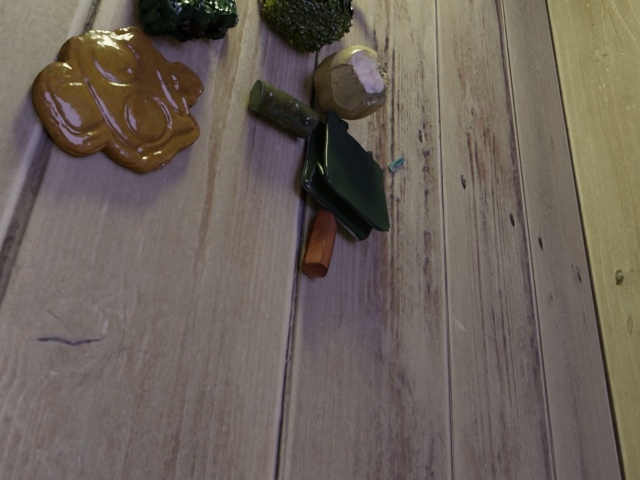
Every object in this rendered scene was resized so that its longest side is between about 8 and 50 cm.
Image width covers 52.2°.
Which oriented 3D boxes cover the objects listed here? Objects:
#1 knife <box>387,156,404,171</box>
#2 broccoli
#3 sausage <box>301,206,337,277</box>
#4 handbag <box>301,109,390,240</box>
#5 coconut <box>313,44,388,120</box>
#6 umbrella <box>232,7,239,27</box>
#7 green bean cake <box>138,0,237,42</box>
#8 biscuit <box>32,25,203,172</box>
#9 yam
[{"bbox_3d":[0.217,-0.219,1.857,0.096,0.010,0.027,-36,101,-51],"label":"knife"},{"bbox_3d":[-0.055,-0.585,1.639,0.180,0.273,0.242,-44,127,-3],"label":"broccoli"},{"bbox_3d":[0.000,0.001,1.454,0.065,0.065,0.169,40,44,-31],"label":"sausage"},{"bbox_3d":[0.068,-0.157,1.582,0.247,0.079,0.260,41,38,-33],"label":"handbag"},{"bbox_3d":[0.071,-0.390,1.631,0.194,0.194,0.194,25,54,-41],"label":"coconut"},{"bbox_3d":[-0.217,-0.547,1.461,0.067,0.062,0.143,-7,81,-56],"label":"umbrella"},{"bbox_3d":[-0.259,-0.469,1.322,0.208,0.107,0.193,23,45,-47],"label":"green bean cake"},{"bbox_3d":[-0.340,-0.259,1.186,0.376,0.051,0.269,-37,103,-52],"label":"biscuit"},{"bbox_3d":[-0.085,-0.296,1.483,0.179,0.078,0.078,21,57,-42],"label":"yam"}]
